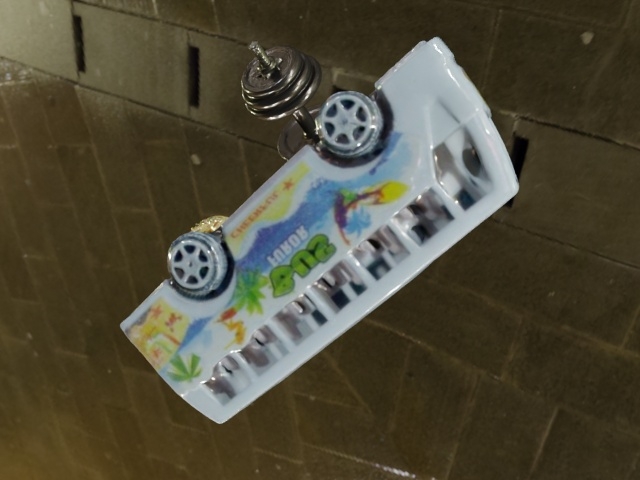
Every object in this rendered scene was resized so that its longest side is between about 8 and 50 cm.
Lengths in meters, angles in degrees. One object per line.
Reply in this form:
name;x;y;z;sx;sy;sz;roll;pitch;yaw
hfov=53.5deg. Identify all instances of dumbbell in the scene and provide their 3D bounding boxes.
dumbbell;-0.025;-0.151;0.745;0.099;0.099;0.208;3;148;33

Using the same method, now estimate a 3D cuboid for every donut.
donut;-0.221;0.020;1.276;0.174;0.175;0.068;-5;145;36

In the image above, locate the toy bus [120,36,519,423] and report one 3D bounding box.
toy bus;0.000;0.000;0.497;0.329;0.109;0.136;-41;84;17
